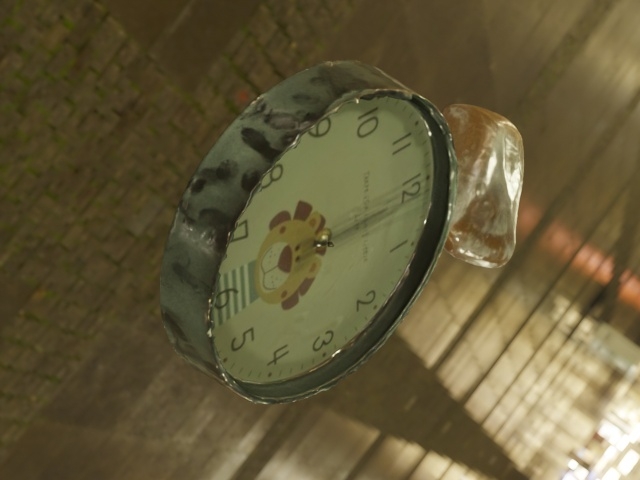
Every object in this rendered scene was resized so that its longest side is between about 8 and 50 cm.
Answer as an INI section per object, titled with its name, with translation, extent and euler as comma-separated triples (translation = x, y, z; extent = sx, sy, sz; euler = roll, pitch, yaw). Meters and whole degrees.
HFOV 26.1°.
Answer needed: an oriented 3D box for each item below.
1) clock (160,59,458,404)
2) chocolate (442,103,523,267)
[clock]
translation = -0.002, 0.000, 1.188
extent = 0.312, 0.061, 0.313
euler = -30, 137, -33
[chocolate]
translation = 0.262, -0.092, 2.174
extent = 0.080, 0.156, 0.254
euler = -18, -122, 53
